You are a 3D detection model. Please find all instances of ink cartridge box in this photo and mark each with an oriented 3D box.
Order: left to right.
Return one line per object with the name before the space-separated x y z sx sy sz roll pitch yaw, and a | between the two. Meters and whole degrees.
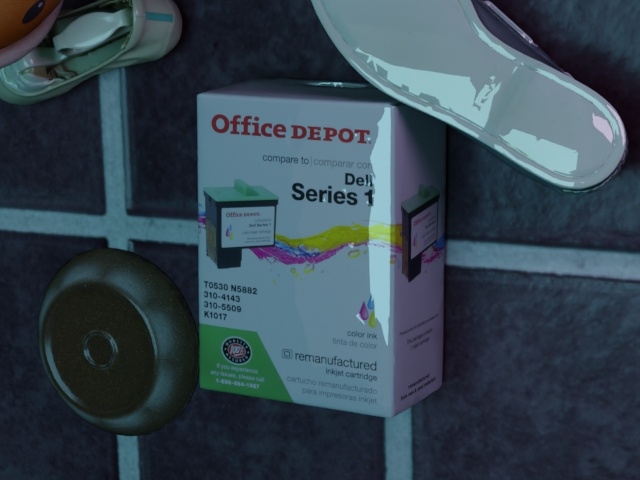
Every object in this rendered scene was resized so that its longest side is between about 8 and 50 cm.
ink cartridge box | 0.000 0.000 1.440 0.201 0.117 0.278 6 103 27

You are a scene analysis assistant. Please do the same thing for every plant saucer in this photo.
plant saucer | -0.216 0.108 1.626 0.199 0.036 0.198 6 103 28

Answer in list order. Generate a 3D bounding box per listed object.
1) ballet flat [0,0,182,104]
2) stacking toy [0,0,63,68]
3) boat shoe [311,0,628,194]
ballet flat | -0.249 -0.188 1.555 0.248 0.086 0.086 -16 93 30
stacking toy | -0.222 -0.368 1.317 0.480 0.351 0.350 -21 90 38
boat shoe | 0.121 -0.147 1.352 0.319 0.099 0.116 38 95 14
